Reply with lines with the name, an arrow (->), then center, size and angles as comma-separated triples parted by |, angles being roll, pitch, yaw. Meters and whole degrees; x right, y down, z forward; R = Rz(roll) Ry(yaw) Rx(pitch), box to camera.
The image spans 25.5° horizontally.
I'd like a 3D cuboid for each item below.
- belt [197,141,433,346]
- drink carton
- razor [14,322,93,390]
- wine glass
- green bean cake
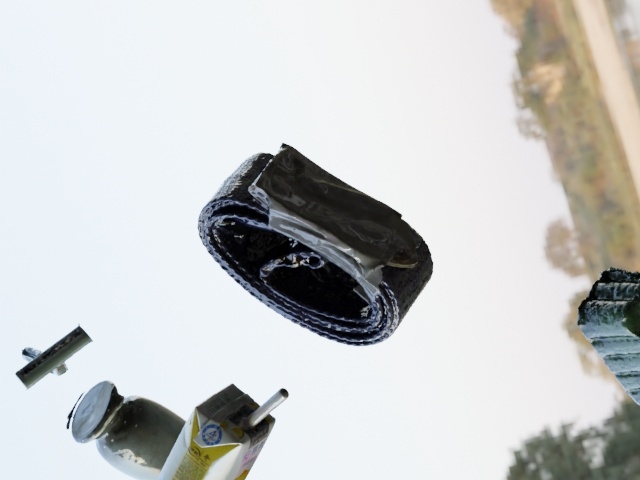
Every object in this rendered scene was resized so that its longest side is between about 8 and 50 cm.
belt -> 0.000, 0.000, 1.431 | 0.126, 0.230, 0.139 | -52, -9, -47
drink carton -> -0.097, 0.197, 1.355 | 0.074, 0.200, 0.084 | 38, -149, 18
razor -> -0.299, 0.130, 1.531 | 0.036, 0.084, 0.211 | 56, 163, -7
wine glass -> -0.246, 0.281, 1.987 | 0.204, 0.111, 0.111 | 35, -150, -27
green bean cake -> 0.470, 0.104, 1.947 | 0.208, 0.107, 0.193 | 48, -117, -23
